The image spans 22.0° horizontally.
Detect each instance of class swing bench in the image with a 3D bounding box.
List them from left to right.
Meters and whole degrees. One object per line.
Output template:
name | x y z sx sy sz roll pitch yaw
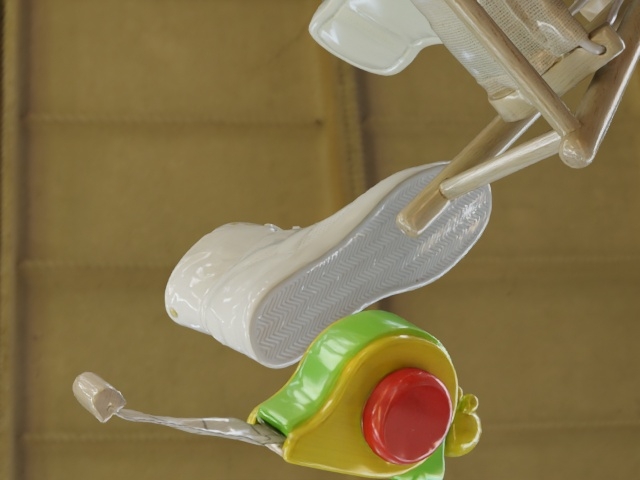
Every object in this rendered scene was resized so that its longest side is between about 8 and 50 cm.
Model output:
swing bench | 0.081 -0.188 0.933 0.253 0.165 0.255 48 -124 -12

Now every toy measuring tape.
toy measuring tape | -0.009 0.095 1.144 0.330 0.121 0.121 16 -125 -35

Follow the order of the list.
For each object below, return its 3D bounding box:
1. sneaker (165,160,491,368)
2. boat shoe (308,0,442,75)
sneaker | 0.000 0.000 1.444 0.292 0.169 0.108 -29 -63 -32
boat shoe | 0.082 -0.204 1.224 0.116 0.319 0.099 31 -104 -14
